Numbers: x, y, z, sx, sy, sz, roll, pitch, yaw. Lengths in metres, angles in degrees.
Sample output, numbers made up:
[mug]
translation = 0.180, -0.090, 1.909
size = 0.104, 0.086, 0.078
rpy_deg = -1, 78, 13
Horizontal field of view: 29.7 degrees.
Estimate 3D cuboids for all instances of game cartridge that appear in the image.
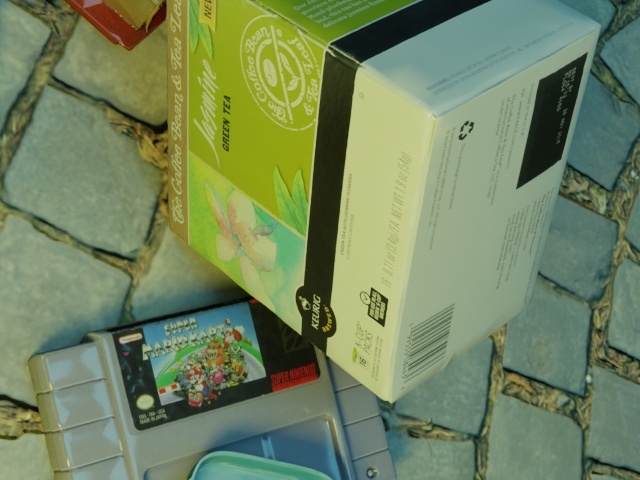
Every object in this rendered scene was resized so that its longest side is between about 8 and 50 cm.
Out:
[game cartridge]
translation = -0.096, 0.178, 1.201
size = 0.355, 0.068, 0.230
rpy_deg = -12, 90, -34

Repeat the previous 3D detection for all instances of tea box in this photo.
[tea box]
translation = 0.038, -0.095, 1.113
size = 0.220, 0.329, 0.323
rpy_deg = -29, 51, -34

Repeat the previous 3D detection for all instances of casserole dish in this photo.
[casserole dish]
translation = -0.061, 0.266, 1.148
size = 0.188, 0.037, 0.114
rpy_deg = 18, 70, -30

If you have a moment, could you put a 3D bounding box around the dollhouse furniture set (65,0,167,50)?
[dollhouse furniture set]
translation = -0.248, -0.385, 1.154
size = 0.374, 0.201, 0.152
rpy_deg = 42, 60, -11
